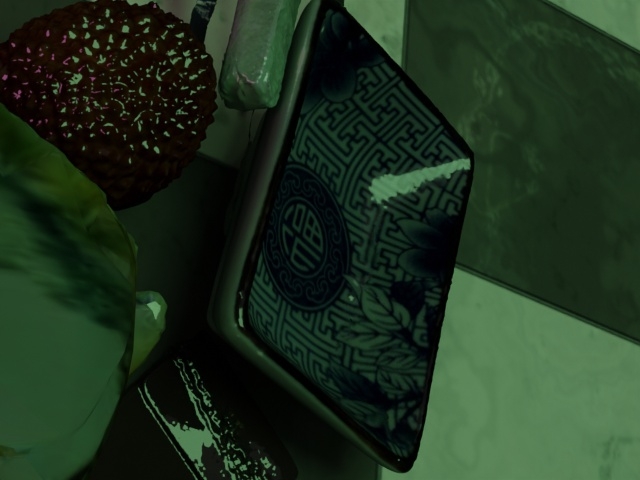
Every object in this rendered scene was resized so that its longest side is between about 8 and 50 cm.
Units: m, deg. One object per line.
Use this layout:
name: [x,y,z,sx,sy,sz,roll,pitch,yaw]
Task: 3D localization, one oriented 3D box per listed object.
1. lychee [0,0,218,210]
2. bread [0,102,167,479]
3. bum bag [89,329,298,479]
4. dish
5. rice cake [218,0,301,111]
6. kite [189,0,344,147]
lychee: [-0.120,-0.077,1.023,0.129,0.123,0.123,-38,99,-35]
bread: [-0.251,0.007,0.782,0.395,0.264,0.239,43,54,-21]
bum bag: [-0.085,0.133,1.029,0.109,0.026,0.159,56,47,-9]
dish: [0.000,0.000,1.107,0.182,0.080,0.243,44,47,-39]
rice cake: [-0.023,-0.169,1.085,0.033,0.033,0.208,60,38,-58]
kite: [-0.010,-0.226,1.160,0.204,0.022,0.360,27,76,-50]
